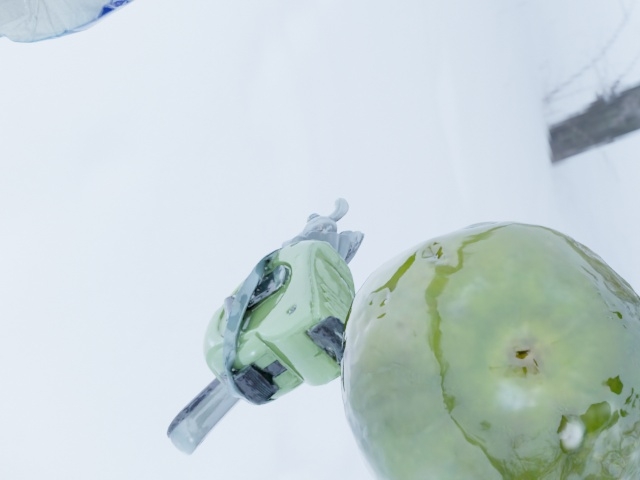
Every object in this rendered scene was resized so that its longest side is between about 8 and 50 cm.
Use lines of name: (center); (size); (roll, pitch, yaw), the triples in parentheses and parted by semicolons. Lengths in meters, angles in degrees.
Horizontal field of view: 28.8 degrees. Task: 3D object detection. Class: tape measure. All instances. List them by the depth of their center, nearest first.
tape measure: (-0.040, 0.080, 1.249); (0.106, 0.175, 0.200); (46, 20, -25)

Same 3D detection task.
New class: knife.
knife: (-0.085, 0.157, 1.479); (0.040, 0.073, 0.265); (39, 55, 10)

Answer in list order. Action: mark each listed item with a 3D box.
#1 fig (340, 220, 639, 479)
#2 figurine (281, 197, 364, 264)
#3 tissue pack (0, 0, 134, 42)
fig: (0.102, 0.104, 0.896); (0.233, 0.314, 0.233); (4, 81, -25)
figurine: (0.000, 0.000, 1.428); (0.086, 0.094, 0.082); (-79, 147, -51)
tissue pack: (-0.212, -0.307, 1.239); (0.270, 0.209, 0.137); (-47, 120, -48)
